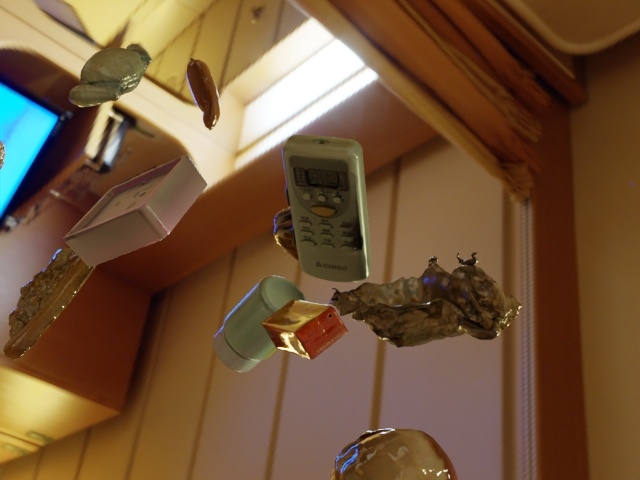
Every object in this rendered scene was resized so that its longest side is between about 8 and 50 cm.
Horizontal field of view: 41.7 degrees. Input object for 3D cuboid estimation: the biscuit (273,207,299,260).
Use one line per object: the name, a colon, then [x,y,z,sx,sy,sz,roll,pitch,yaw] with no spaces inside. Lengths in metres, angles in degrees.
biscuit: [0.000,0.000,1.815,0.220,0.220,0.066,-14,-128,49]

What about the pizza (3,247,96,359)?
pizza: [-0.599,0.105,1.867,0.323,0.089,0.223,-50,-157,4]

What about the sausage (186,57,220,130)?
sausage: [-0.265,-0.340,1.929,0.062,0.054,0.183,-41,-114,58]

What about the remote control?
remote control: [0.012,-0.047,1.456,0.140,0.296,0.056,9,-139,18]

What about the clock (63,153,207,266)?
clock: [-0.284,-0.046,1.301,0.197,0.063,0.150,-18,-152,36]

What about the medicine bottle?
medicine bottle: [-0.141,0.195,1.945,0.225,0.139,0.139,-46,-148,32]

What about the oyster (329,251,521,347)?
oyster: [0.179,0.098,1.375,0.337,0.133,0.198,-6,-157,48]

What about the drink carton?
drink carton: [-0.037,0.178,1.705,0.096,0.071,0.223,-35,-168,-19]

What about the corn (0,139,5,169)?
corn: [-0.667,-0.140,1.613,0.092,0.092,0.280,-52,-159,11]

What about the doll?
doll: [-0.377,-0.306,1.531,0.104,0.071,0.214,9,-141,18]

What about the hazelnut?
hazelnut: [0.133,0.462,1.500,0.261,0.241,0.261,-51,-178,2]
